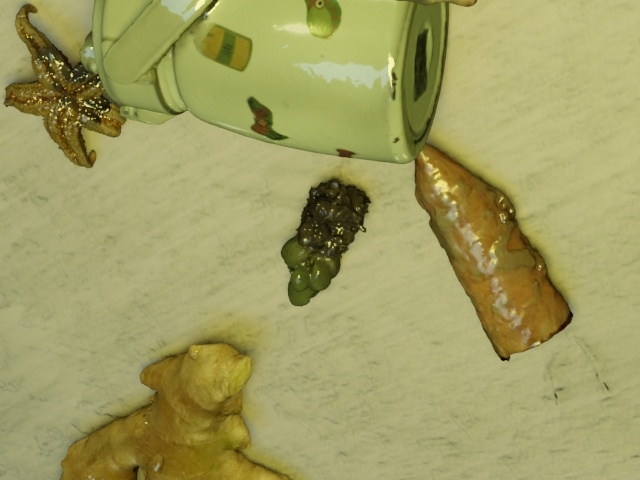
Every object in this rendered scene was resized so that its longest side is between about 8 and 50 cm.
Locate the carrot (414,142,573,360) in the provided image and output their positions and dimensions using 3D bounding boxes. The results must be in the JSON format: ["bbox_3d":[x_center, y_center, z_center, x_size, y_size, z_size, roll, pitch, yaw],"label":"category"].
[{"bbox_3d":[0.165,0.002,1.456,0.102,0.102,0.263,-24,111,29],"label":"carrot"}]

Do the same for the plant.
[{"bbox_3d":[0.000,0.000,1.522,0.087,0.085,0.174,41,134,19],"label":"plant"}]

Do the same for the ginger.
[{"bbox_3d":[-0.189,0.256,1.737,0.363,0.122,0.348,4,121,22],"label":"ginger"}]

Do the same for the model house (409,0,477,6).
[{"bbox_3d":[0.026,-0.443,0.974,0.445,0.395,0.400,32,117,16],"label":"model house"}]

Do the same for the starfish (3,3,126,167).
[{"bbox_3d":[-0.280,-0.156,1.513,0.146,0.074,0.190,9,126,6],"label":"starfish"}]

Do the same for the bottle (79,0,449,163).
[{"bbox_3d":[-0.065,-0.204,1.332,0.352,0.229,0.229,10,124,16],"label":"bottle"}]
